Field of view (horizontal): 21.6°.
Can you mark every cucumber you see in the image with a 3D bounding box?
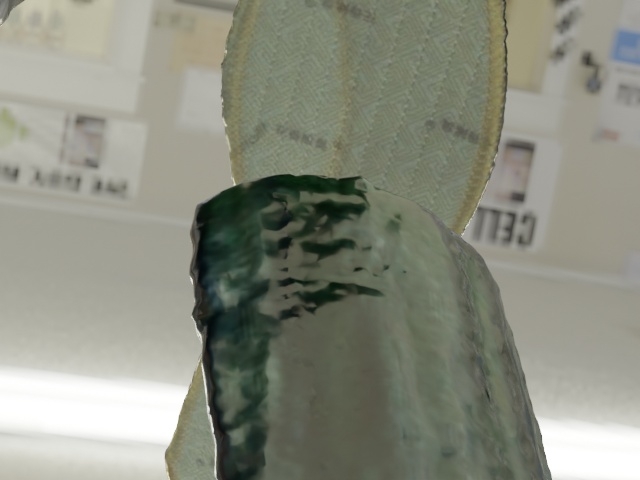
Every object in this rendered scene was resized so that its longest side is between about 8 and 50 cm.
[{"bbox_3d":[0.022,0.056,0.370,0.062,0.116,0.115,-21,-141,12],"label":"cucumber"}]

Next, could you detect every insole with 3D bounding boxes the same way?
[{"bbox_3d":[0.000,0.000,0.711,0.119,0.348,0.009,19,-148,3],"label":"insole"}]

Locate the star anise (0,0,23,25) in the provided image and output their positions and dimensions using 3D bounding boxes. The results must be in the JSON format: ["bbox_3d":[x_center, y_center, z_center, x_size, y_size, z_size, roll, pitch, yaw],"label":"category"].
[{"bbox_3d":[-0.054,-0.195,0.439,0.331,0.332,0.117,7,162,-19],"label":"star anise"}]
